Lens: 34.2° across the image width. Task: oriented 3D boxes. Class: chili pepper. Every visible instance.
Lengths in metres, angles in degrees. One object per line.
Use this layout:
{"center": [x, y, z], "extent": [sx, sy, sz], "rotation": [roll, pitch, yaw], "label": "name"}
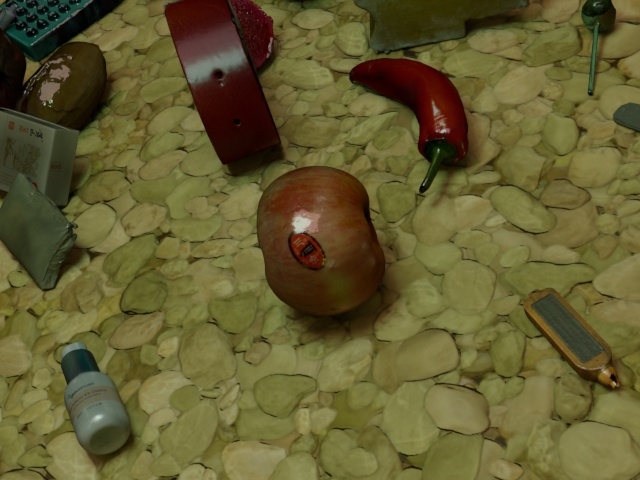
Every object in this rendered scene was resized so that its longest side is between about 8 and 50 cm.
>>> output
{"center": [0.157, -0.206, 1.658], "extent": [0.137, 0.092, 0.368], "rotation": [-38, 36, 11], "label": "chili pepper"}

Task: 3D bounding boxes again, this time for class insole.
{"center": [0.513, -0.160, 1.512], "extent": [0.063, 0.010, 0.192], "rotation": [-42, 47, -21], "label": "insole"}

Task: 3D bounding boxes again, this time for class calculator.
{"center": [-0.580, -0.509, 2.243], "extent": [0.274, 0.058, 0.248], "rotation": [-41, 46, -17], "label": "calculator"}

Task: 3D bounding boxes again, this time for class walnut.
{"center": [-0.480, -0.277, 1.932], "extent": [0.137, 0.137, 0.245], "rotation": [9, 53, 28], "label": "walnut"}

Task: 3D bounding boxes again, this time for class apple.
{"center": [0.000, 0.000, 1.427], "extent": [0.164, 0.209, 0.209], "rotation": [-11, 45, 5], "label": "apple"}

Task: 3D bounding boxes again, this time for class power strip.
{"center": [0.318, 0.125, 1.304], "extent": [0.049, 0.028, 0.178], "rotation": [-29, 44, -7], "label": "power strip"}

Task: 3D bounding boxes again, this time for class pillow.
{"center": [-0.471, -0.017, 1.709], "extent": [0.208, 0.053, 0.119], "rotation": [39, 100, 38], "label": "pillow"}

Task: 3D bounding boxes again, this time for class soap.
{"center": [0.215, -0.521, 1.865], "extent": [0.304, 0.169, 0.339], "rotation": [-10, 47, 13], "label": "soap"}

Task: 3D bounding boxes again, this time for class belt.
{"center": [-0.166, -0.287, 1.730], "extent": [0.115, 0.227, 0.324], "rotation": [-21, 66, -1], "label": "belt"}

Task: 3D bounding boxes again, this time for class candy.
{"center": [0.440, -0.313, 1.665], "extent": [0.061, 0.061, 0.202], "rotation": [1, 57, 22], "label": "candy"}

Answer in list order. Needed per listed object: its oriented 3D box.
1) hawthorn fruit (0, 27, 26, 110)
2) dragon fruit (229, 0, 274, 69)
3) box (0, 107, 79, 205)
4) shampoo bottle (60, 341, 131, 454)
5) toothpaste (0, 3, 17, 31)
{"center": [-0.712, -0.304, 1.942], "extent": [0.308, 0.308, 0.325], "rotation": [-44, 37, -21], "label": "hawthorn fruit"}
{"center": [-0.169, -0.362, 1.922], "extent": [0.153, 0.153, 0.111], "rotation": [-47, 7, -23], "label": "dragon fruit"}
{"center": [-0.517, -0.149, 1.819], "extent": [0.201, 0.058, 0.141], "rotation": [18, 101, 35], "label": "box"}
{"center": [-0.320, 0.209, 1.440], "extent": [0.074, 0.074, 0.192], "rotation": [-29, 44, -7], "label": "shampoo bottle"}
{"center": [-0.691, -0.436, 2.193], "extent": [0.170, 0.028, 0.045], "rotation": [-42, 40, 24], "label": "toothpaste"}
